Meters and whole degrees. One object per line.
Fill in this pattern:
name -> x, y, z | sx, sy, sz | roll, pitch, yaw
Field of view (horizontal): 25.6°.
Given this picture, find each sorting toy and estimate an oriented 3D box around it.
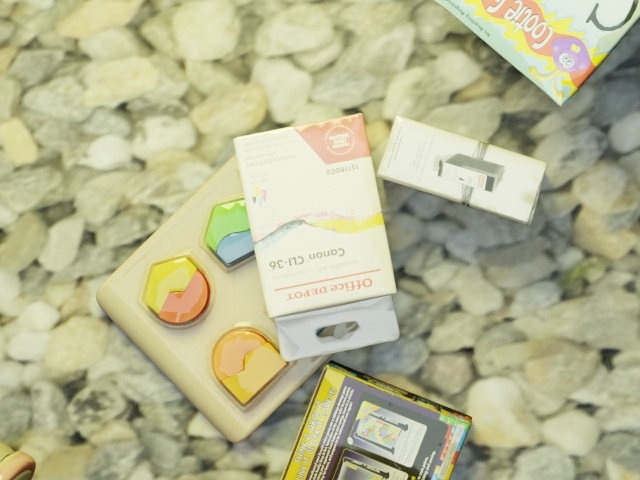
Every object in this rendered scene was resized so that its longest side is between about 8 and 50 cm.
sorting toy -> -0.072, 0.050, 1.273 | 0.208, 0.038, 0.193 | -44, 88, 6

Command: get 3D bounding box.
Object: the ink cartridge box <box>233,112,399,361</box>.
ink cartridge box -> 0.000, 0.000, 1.221 | 0.115, 0.067, 0.198 | -12, 88, 0

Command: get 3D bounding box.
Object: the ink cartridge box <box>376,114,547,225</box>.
ink cartridge box -> 0.122, -0.060, 1.217 | 0.135, 0.099, 0.056 | 18, 93, 4

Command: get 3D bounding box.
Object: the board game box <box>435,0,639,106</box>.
board game box -> 0.238, -0.262, 1.154 | 0.144, 0.142, 0.275 | 40, 105, 3

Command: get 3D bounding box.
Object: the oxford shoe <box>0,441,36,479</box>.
oxford shoe -> -0.432, 0.299, 1.276 | 0.397, 0.140, 0.146 | -41, 81, 4

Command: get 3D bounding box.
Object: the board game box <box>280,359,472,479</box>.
board game box -> 0.041, 0.212, 1.264 | 0.141, 0.048, 0.170 | 22, 95, 7
